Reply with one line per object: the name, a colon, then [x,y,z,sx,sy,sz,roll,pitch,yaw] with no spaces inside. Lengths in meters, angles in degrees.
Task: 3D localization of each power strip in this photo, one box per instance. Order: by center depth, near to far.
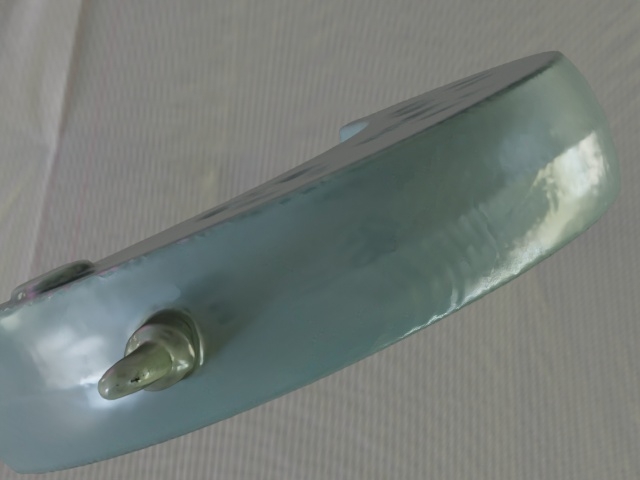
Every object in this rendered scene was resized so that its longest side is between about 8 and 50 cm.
power strip: [0.000,0.000,0.503,0.253,0.168,0.054,-30,-83,-50]
